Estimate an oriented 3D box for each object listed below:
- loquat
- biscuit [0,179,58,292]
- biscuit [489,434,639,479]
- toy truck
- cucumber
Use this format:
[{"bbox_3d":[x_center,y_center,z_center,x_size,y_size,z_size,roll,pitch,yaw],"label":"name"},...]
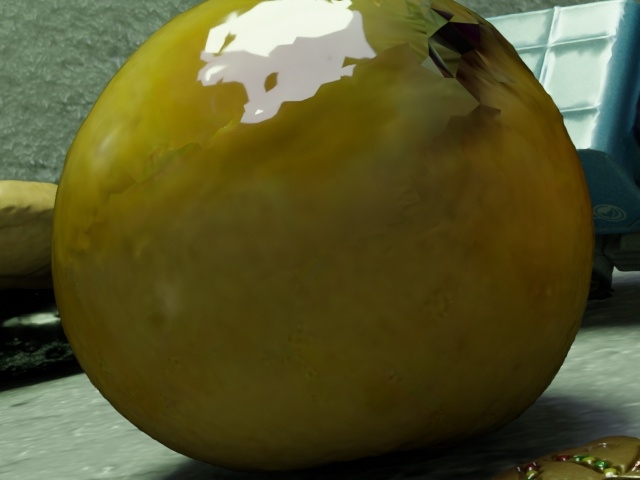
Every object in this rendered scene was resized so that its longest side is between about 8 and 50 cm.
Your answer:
[{"bbox_3d":[0.000,0.000,0.777,0.263,0.263,0.263,-10,6,1],"label":"loquat"},{"bbox_3d":[-0.334,0.051,1.253,0.376,0.051,0.269,-29,-22,34],"label":"biscuit"},{"bbox_3d":[0.109,0.097,0.661,0.092,0.016,0.082,-9,7,-1],"label":"biscuit"},{"bbox_3d":[0.178,-0.058,1.051,0.367,0.146,0.175,-4,-31,34],"label":"toy truck"},{"bbox_3d":[-0.278,0.081,1.184,0.303,0.081,0.072,-13,-36,-21],"label":"cucumber"}]
